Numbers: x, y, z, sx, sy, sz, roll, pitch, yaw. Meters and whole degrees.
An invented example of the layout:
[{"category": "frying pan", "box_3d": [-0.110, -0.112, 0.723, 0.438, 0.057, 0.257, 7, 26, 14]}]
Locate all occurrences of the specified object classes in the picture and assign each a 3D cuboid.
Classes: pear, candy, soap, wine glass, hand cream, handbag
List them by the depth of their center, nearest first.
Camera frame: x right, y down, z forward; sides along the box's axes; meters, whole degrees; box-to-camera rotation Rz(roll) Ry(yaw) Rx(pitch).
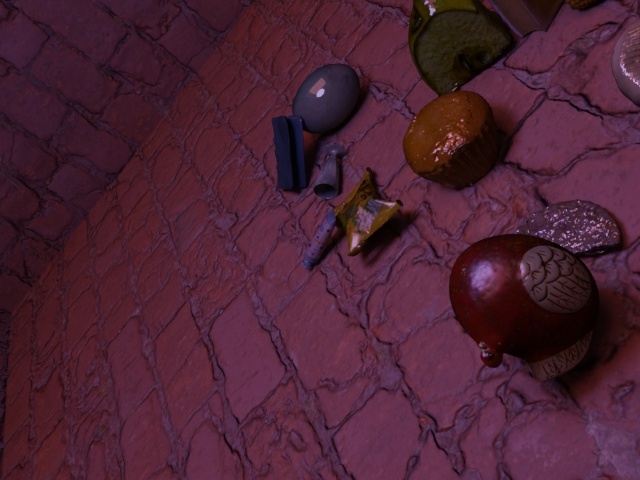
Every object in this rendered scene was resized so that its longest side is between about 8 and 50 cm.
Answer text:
[{"category": "soap", "box_3d": [0.472, -0.660, 1.629, 0.143, 0.281, 0.259, 22, 81, 54]}, {"category": "pear", "box_3d": [0.304, -0.517, 1.749, 0.238, 0.255, 0.164, -37, 38, 34]}, {"category": "candy", "box_3d": [0.106, -0.072, 1.771, 0.187, 0.081, 0.297, -50, 21, 12]}, {"category": "hand cream", "box_3d": [0.000, 0.000, 1.839, 0.171, 0.043, 0.065, -61, 21, 23]}, {"category": "wine glass", "box_3d": [0.027, -0.196, 1.988, 0.073, 0.073, 0.155, -23, 42, 40]}, {"category": "handbag", "box_3d": [-0.099, -0.265, 2.118, 0.144, 0.057, 0.221, 10, 109, 63]}]

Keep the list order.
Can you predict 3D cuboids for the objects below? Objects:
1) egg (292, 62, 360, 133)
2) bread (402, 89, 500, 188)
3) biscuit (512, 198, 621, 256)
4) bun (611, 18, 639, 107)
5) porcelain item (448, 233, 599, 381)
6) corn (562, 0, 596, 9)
[{"category": "egg", "box_3d": [0.017, -0.424, 2.103, 0.236, 0.169, 0.169, -49, 33, 18]}, {"category": "bread", "box_3d": [0.298, -0.234, 1.607, 0.240, 0.139, 0.240, -32, 40, 31]}, {"category": "biscuit", "box_3d": [0.446, -0.017, 1.330, 0.250, 0.032, 0.133, -17, 48, 45]}, {"category": "bun", "box_3d": [0.640, -0.308, 1.245, 0.230, 0.133, 0.231, -9, 70, 25]}, {"category": "porcelain item", "box_3d": [0.325, 0.119, 1.167, 0.253, 0.253, 0.253, -32, 40, 31]}, {"category": "corn", "box_3d": [0.650, -0.603, 1.522, 0.293, 0.106, 0.106, -32, 39, 34]}]
